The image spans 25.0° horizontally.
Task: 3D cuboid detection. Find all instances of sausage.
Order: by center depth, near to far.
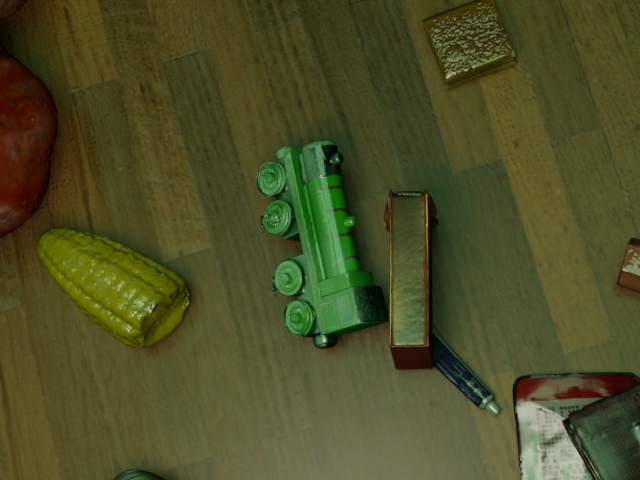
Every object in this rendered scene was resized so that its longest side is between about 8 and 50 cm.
[{"bbox_3d":[0.431,0.049,1.671,0.169,0.065,0.065,18,82,12],"label":"sausage"}]

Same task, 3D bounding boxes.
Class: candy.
[{"bbox_3d":[-0.262,0.047,1.758,0.199,0.094,0.106,31,50,18],"label":"candy"}]

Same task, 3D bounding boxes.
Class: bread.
[{"bbox_3d":[0.182,-0.245,1.779,0.094,0.035,0.090,-19,76,4],"label":"bread"}]

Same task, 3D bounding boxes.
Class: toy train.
[{"bbox_3d":[0.000,0.000,1.712,0.119,0.085,0.251,-20,77,38],"label":"toy train"}]

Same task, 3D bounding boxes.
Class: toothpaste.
[{"bbox_3d":[0.161,0.155,1.709,0.037,0.021,0.140,-44,72,-2],"label":"toothpaste"}]

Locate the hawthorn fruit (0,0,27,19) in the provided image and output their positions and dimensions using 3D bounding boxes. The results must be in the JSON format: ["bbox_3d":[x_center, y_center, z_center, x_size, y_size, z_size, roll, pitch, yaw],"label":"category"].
[{"bbox_3d":[-0.468,-0.371,1.800,0.263,0.235,0.231,-30,86,8],"label":"hawthorn fruit"}]

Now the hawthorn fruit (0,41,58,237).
[{"bbox_3d":[-0.474,-0.115,1.699,0.287,0.330,0.287,8,110,23],"label":"hawthorn fruit"}]

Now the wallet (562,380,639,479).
[{"bbox_3d":[0.401,0.205,1.637,0.230,0.042,0.124,-25,76,-11],"label":"wallet"}]

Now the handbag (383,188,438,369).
[{"bbox_3d":[0.105,0.045,1.677,0.062,0.127,0.190,-1,74,7],"label":"handbag"}]

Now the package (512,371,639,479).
[{"bbox_3d":[0.305,0.270,1.658,0.154,0.030,0.239,-2,78,1],"label":"package"}]

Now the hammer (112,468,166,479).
[{"bbox_3d":[-0.160,0.435,1.663,0.335,0.119,0.206,42,88,7],"label":"hammer"}]
